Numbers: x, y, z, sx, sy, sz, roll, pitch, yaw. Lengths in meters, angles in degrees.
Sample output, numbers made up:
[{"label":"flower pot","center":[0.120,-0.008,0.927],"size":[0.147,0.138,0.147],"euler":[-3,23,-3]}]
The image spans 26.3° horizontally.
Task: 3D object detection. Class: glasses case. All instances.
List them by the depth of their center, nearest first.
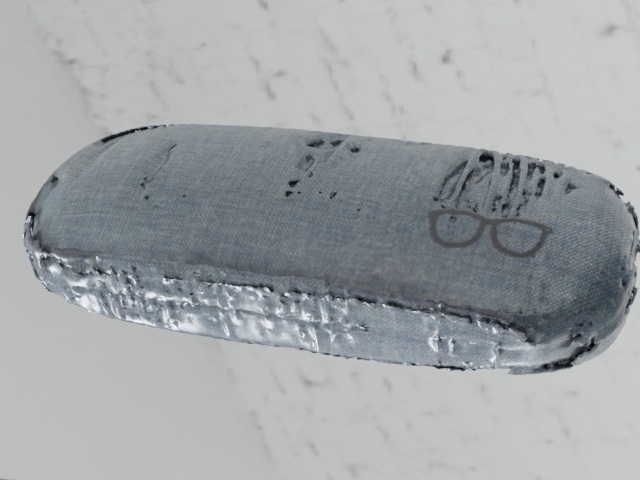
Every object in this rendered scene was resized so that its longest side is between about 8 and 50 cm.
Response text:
[{"label":"glasses case","center":[0.000,0.000,0.613],"size":[0.109,0.282,0.067],"euler":[-62,-27,-44]}]

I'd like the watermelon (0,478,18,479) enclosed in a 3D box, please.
[{"label":"watermelon","center":[-0.227,0.220,0.938],"size":[0.264,0.302,0.151],"euler":[10,-83,-30]}]
